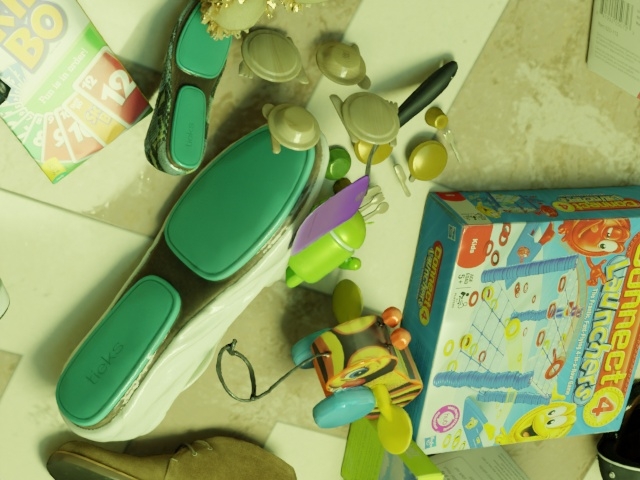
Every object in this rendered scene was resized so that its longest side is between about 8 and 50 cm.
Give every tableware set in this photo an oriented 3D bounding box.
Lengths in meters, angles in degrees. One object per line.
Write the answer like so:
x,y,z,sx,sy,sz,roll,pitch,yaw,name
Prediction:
-0.001,-0.150,1.513,0.168,0.141,0.020,-1,149,-27,tableware set
0.076,-0.092,1.649,0.154,0.024,0.104,-32,123,-7,tableware set

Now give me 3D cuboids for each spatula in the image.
0.064,-0.095,1.560,0.296,0.030,0.084,-52,170,-31,spatula

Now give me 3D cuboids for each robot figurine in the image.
0.000,0.000,1.621,0.115,0.067,0.101,-39,107,15,robot figurine

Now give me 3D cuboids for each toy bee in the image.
0.047,0.140,1.630,0.162,0.298,0.195,-30,87,24,toy bee

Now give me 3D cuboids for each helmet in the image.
0.444,0.279,1.958,0.169,0.169,0.161,28,85,-36,helmet

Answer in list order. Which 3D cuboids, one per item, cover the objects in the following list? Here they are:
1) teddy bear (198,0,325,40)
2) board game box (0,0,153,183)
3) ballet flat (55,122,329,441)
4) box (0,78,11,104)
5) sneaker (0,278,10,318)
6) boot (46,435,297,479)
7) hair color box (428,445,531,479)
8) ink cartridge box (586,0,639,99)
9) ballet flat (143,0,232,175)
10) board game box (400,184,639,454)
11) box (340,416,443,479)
-0.059,-0.348,1.389,0.245,0.113,0.338,-32,132,-8,teddy bear
-0.273,-0.183,1.409,0.124,0.039,0.259,-37,124,-5,board game box
-0.119,0.045,1.568,0.139,0.139,0.400,36,95,-37,ballet flat
-0.336,-0.143,1.378,0.067,0.018,0.083,-31,123,32,box
-0.430,0.057,1.375,0.295,0.124,0.178,-38,130,-33,sneaker
-0.160,0.267,1.692,0.305,0.112,0.115,23,63,-24,boot
0.099,0.373,1.821,0.347,0.174,0.105,-16,124,-19,hair color box
0.396,-0.285,1.592,0.117,0.207,0.283,-12,121,-23,ink cartridge box
-0.134,-0.154,1.470,0.070,0.070,0.188,24,72,-35,ballet flat
0.248,0.093,1.799,0.302,0.086,0.308,-3,117,-26,board game box
0.085,0.280,1.758,0.042,0.178,0.109,-3,118,-27,box
